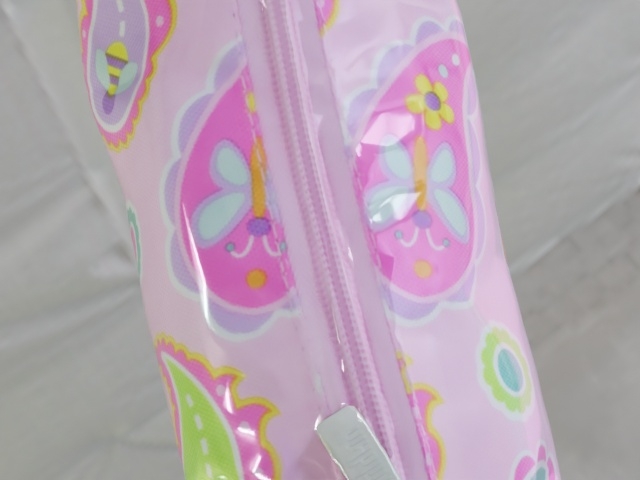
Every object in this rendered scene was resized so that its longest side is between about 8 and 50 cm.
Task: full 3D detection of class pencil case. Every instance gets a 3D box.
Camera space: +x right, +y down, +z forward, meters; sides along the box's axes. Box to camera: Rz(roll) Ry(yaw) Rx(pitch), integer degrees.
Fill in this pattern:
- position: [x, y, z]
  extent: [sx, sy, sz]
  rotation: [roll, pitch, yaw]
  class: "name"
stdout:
- position: [0.000, 0.000, 0.567]
  extent: [0.124, 0.284, 0.124]
  rotation: [-12, -11, -2]
  class: "pencil case"
